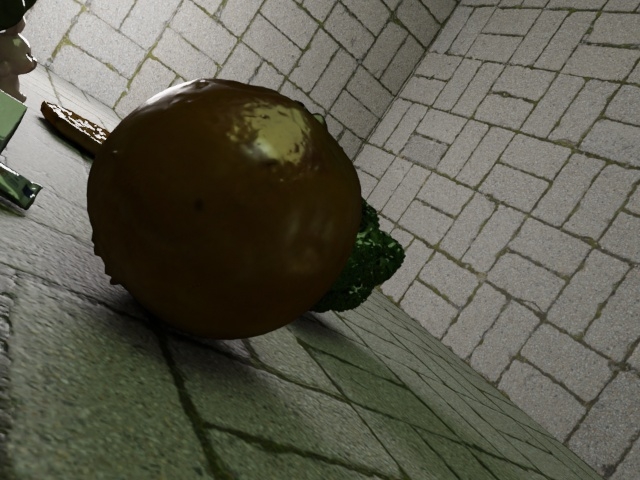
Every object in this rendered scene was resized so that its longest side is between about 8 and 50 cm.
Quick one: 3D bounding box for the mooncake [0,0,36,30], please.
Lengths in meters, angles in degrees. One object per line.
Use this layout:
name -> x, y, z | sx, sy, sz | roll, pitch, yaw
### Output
mooncake -> -0.687, -0.538, 0.996 | 0.187, 0.352, 0.351 | 1, -12, 25

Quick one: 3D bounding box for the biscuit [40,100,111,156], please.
biscuit -> -0.542, -0.238, 1.425 | 0.359, 0.046, 0.359 | 34, 4, -3

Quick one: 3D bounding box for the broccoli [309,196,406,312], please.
broccoli -> -0.009, -0.001, 1.199 | 0.310, 0.320, 0.413 | 59, 23, -10

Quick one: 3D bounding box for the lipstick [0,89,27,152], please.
lipstick -> -0.563, -0.229, 0.678 | 0.371, 0.076, 0.080 | 32, 48, -27

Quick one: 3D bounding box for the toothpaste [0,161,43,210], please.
toothpaste -> -0.467, -0.126, 0.666 | 0.268, 0.047, 0.069 | 35, -16, -26

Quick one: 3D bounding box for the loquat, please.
loquat -> -0.112, -0.040, 0.683 | 0.328, 0.329, 0.328 | 34, 4, -3

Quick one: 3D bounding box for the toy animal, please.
toy animal -> -0.673, -0.408, 1.220 | 0.124, 0.213, 0.124 | 29, 10, -5
